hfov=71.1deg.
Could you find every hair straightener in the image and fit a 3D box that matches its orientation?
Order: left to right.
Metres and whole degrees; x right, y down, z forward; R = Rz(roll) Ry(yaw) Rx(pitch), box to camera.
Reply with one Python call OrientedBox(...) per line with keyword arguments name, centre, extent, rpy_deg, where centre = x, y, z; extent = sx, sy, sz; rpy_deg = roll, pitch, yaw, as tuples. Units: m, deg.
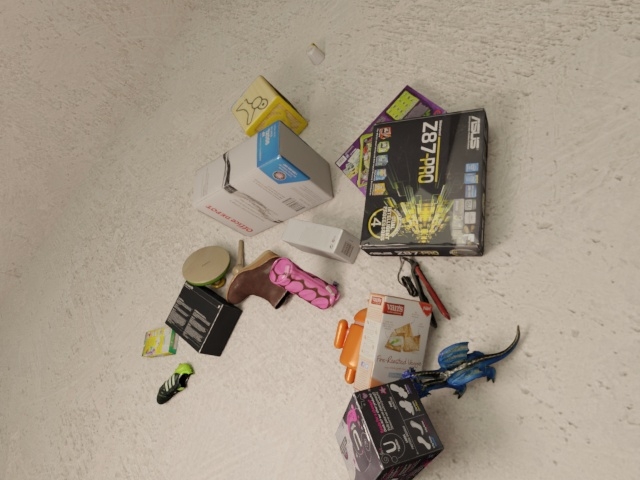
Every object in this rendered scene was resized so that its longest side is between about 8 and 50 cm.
OrientedBox(name="hair straightener", centre=(0.251, 0.135, 1.186), extent=(0.089, 0.047, 0.230), rpy_deg=(-39, 50, 17))

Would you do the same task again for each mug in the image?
OrientedBox(name="mug", centre=(-0.028, -0.766, 1.831), extent=(0.062, 0.064, 0.078), rpy_deg=(-46, 48, 13))

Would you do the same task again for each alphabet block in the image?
OrientedBox(name="alphabet block", centre=(-0.202, -0.485, 1.746), extent=(0.192, 0.193, 0.197), rpy_deg=(-45, 49, 14))

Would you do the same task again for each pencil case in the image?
OrientedBox(name="pencil case", centre=(-0.044, 0.126, 1.316), extent=(0.098, 0.209, 0.095), rpy_deg=(3, 67, 56))

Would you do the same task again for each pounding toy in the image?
OrientedBox(name="pounding toy", centre=(-0.388, 0.115, 1.686), extent=(0.237, 0.110, 0.183), rpy_deg=(-13, 45, 0))

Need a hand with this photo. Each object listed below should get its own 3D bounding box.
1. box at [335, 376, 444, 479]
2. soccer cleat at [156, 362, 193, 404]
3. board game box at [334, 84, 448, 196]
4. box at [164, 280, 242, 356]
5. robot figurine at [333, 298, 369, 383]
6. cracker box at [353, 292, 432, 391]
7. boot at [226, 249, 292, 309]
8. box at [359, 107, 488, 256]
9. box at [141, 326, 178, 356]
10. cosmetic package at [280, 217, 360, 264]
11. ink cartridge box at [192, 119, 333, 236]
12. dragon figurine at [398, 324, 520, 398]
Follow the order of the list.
OrientedBox(name="box", centre=(0.135, 0.438, 0.982), extent=(0.247, 0.142, 0.163), rpy_deg=(103, 151, -47))
OrientedBox(name="soccer cleat", centre=(-0.525, 0.524, 1.608), extent=(0.072, 0.060, 0.179), rpy_deg=(36, 91, 41))
OrientedBox(name="board game box", centre=(0.220, -0.313, 1.429), extent=(0.347, 0.056, 0.208), rpy_deg=(-46, 44, 12))
OrientedBox(name="box", centre=(-0.427, 0.276, 1.619), extent=(0.261, 0.103, 0.184), rpy_deg=(22, 87, 43))
OrientedBox(name="robot figurine", centre=(0.126, 0.270, 1.165), extent=(0.158, 0.128, 0.219), rpy_deg=(12, 77, 42))
OrientedBox(name="cracker box", centre=(0.177, 0.253, 1.082), extent=(0.067, 0.155, 0.232), rpy_deg=(1, 80, 59))
OrientedBox(name="boot", centre=(-0.202, 0.165, 1.501), extent=(0.248, 0.090, 0.207), rpy_deg=(-48, 46, 5))
OrientedBox(name="box", centre=(0.287, -0.151, 1.231), extent=(0.318, 0.097, 0.395), rpy_deg=(1, 72, 27))
OrientedBox(name="box", centre=(-0.634, 0.404, 1.764), extent=(0.179, 0.043, 0.105), rpy_deg=(-14, 61, 30))
OrientedBox(name="cosmetic package", centre=(0.000, 0.000, 1.405), extent=(0.231, 0.117, 0.085), rpy_deg=(15, 79, 40))
OrientedBox(name="ink cartridge box", centre=(-0.200, -0.192, 1.540), extent=(0.395, 0.285, 0.166), rpy_deg=(-23, 55, 28))
OrientedBox(name="dragon figurine", centre=(0.318, 0.281, 0.996), extent=(0.289, 0.144, 0.085), rpy_deg=(-35, 52, 21))
